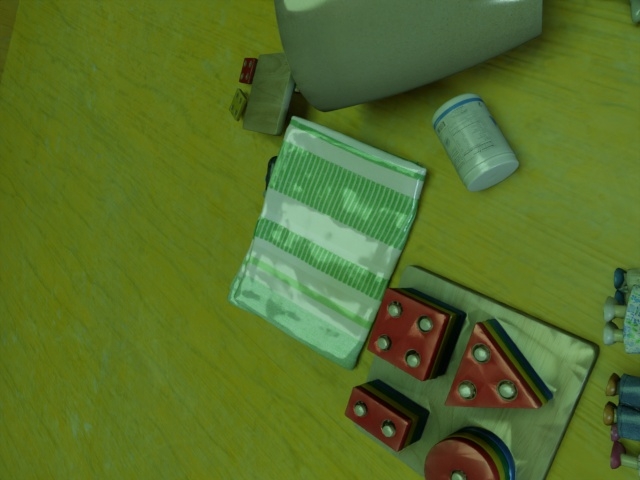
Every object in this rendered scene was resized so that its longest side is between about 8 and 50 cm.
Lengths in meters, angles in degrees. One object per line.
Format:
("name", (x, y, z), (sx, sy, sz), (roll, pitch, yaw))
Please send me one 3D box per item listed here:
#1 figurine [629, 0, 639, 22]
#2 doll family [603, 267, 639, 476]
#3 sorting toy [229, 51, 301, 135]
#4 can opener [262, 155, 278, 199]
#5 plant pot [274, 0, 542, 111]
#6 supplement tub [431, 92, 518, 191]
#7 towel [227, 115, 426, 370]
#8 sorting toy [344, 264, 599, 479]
("figurine", (0.350, -0.367, 0.527), (0.209, 0.092, 0.214), (-44, 62, 38))
("doll family", (0.354, 0.134, 0.468), (0.163, 0.118, 0.262), (0, 88, 39))
("sorting toy", (-0.076, -0.245, 0.872), (0.275, 0.046, 0.132), (25, 103, 54))
("can opener", (-0.071, -0.050, 0.862), (0.073, 0.059, 0.185), (23, 105, 61))
("plant pot", (0.121, -0.296, 0.622), (0.274, 0.256, 0.256), (2, 89, 23))
("supplement tub", (0.192, -0.123, 0.645), (0.071, 0.071, 0.107), (-35, 68, 33))
("towel", (0.000, 0.000, 0.785), (0.248, 0.038, 0.324), (26, 104, 22))
("sorting toy", (0.160, 0.194, 0.643), (0.256, 0.089, 0.256), (25, 103, 37))
